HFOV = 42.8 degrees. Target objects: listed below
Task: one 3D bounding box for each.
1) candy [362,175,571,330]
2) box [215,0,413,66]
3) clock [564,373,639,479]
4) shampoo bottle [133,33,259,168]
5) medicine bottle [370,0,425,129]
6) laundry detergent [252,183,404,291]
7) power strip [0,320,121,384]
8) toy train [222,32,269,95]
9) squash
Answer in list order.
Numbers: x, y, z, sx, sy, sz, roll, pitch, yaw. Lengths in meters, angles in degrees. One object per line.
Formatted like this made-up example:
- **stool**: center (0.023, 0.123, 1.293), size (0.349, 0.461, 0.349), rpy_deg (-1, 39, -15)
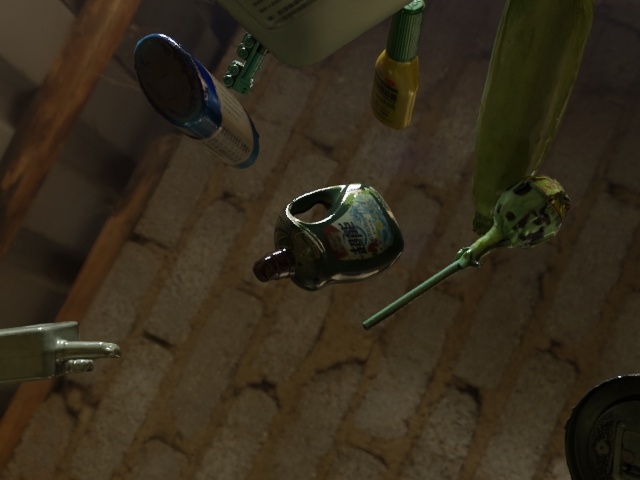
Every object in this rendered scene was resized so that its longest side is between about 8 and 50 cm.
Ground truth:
- **candy**: center (0.178, 0.021, 1.024), size (0.305, 0.083, 0.091), rpy_deg (-33, -37, -2)
- **box**: center (0.013, -0.424, 0.980), size (0.396, 0.111, 0.396), rpy_deg (-30, -33, 18)
- **clock**: center (0.163, 0.107, 0.403), size (0.017, 0.085, 0.085), rpy_deg (-4, -60, -49)
- **shampoo bottle**: center (-0.098, -0.111, 0.713), size (0.050, 0.087, 0.183), rpy_deg (-35, -13, 5)
- **medicine bottle**: center (0.129, -0.290, 1.334), size (0.064, 0.095, 0.260), rpy_deg (-26, -27, -19)
- **laundry detergent**: center (0.000, 0.000, 1.114), size (0.221, 0.144, 0.078), rpy_deg (-16, -19, -32)
- **power strip**: center (-0.330, 0.114, 0.785), size (0.093, 0.287, 0.053), rpy_deg (26, -123, -85)
- **toy train**: center (-0.105, -0.250, 1.158), size (0.092, 0.045, 0.029), rpy_deg (-56, 13, 26)
- **squash**: center (0.271, -0.180, 1.085), size (0.118, 0.118, 0.371), rpy_deg (-40, -37, -61)
